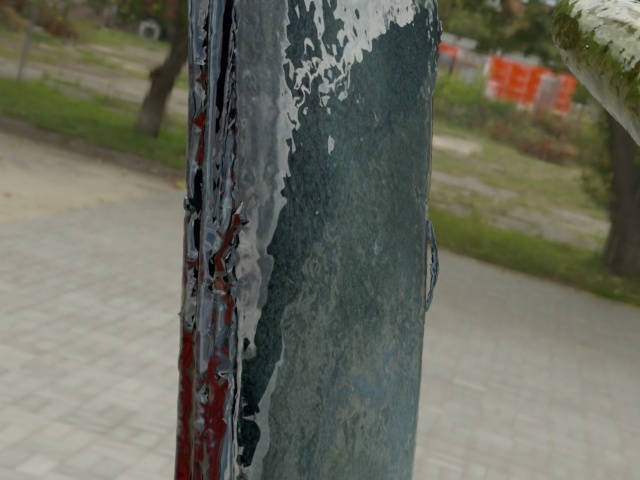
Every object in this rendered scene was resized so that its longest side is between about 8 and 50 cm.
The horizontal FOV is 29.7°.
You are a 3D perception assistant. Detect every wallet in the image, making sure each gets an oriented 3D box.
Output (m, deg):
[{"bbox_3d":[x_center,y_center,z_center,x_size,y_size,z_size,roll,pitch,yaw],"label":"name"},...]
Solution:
[{"bbox_3d":[0.000,0.000,0.483,0.046,0.379,0.191,-2,-10,25],"label":"wallet"}]

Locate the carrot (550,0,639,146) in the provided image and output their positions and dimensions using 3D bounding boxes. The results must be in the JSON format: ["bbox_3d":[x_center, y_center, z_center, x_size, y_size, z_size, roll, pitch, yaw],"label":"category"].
[{"bbox_3d":[0.187,-0.035,0.516,0.074,0.074,0.358,10,25,-26],"label":"carrot"}]
